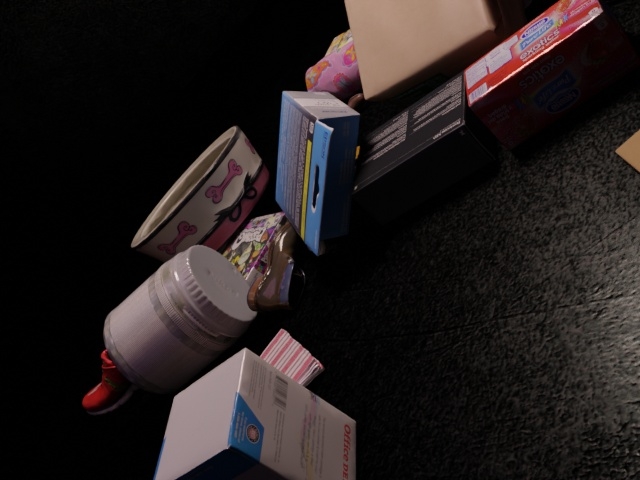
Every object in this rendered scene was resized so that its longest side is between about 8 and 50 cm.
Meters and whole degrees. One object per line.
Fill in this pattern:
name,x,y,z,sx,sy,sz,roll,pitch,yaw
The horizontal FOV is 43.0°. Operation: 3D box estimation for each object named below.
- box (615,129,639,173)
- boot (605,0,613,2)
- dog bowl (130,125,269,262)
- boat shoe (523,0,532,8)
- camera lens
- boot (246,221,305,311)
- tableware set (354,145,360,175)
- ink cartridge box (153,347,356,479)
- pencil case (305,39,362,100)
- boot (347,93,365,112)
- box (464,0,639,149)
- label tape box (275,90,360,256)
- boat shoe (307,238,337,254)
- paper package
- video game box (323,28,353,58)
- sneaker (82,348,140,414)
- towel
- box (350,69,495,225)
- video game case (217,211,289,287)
box,0.501,-0.130,1.063,0.164,0.021,0.201,-43,26,14
boot,0.488,-0.482,1.509,0.198,0.077,0.137,-15,47,51
dog bowl,-0.293,-0.093,2.065,0.408,0.150,0.408,-44,17,17
boat shoe,0.358,-0.507,1.741,0.228,0.080,0.076,-19,33,45
camera lens,-0.295,0.169,1.687,0.274,0.219,0.219,-40,27,19
boot,-0.058,0.054,1.657,0.106,0.082,0.219,4,60,41
tableware set,0.056,-0.175,1.826,0.154,0.024,0.104,-20,38,46
ink cartridge box,-0.084,0.307,1.152,0.168,0.232,0.171,-37,29,29
pencil case,0.092,-0.438,2.028,0.284,0.124,0.124,-25,35,40
boot,0.069,-0.287,1.941,0.106,0.037,0.114,-48,19,35
box,0.378,-0.288,1.352,0.257,0.122,0.128,-35,30,28
label tape box,0.003,-0.145,1.627,0.348,0.115,0.249,-130,42,-63
boat shoe,0.000,0.000,1.661,0.125,0.038,0.046,-150,58,-69
paper package,0.229,-0.460,1.637,0.324,0.168,0.310,-23,70,40
video game box,0.074,-0.508,2.225,0.187,0.048,0.205,-14,43,47
sneaker,-0.476,0.304,1.906,0.279,0.118,0.107,-39,27,21
towel,-0.076,0.247,1.461,0.144,0.029,0.197,-52,23,-4
box,0.191,-0.170,1.515,0.261,0.103,0.184,-31,28,33
video game case,-0.177,0.036,1.886,0.232,0.042,0.210,-9,47,54
